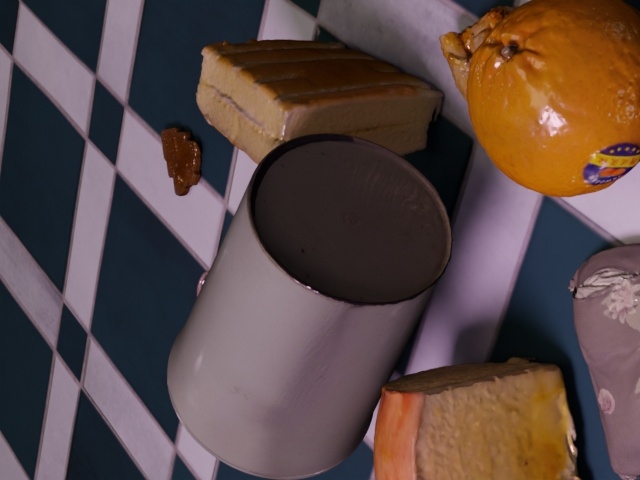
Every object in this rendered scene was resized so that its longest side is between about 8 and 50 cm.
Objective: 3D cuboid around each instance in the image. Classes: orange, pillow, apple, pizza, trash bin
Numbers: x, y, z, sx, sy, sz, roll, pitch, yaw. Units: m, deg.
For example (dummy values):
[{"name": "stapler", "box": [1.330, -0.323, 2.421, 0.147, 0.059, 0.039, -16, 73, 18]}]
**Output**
[{"name": "orange", "box": [0.258, -0.154, 1.397, 0.219, 0.193, 0.219, -175, 90, -69]}, {"name": "pillow", "box": [0.340, 0.132, 1.437, 0.169, 0.059, 0.255, -24, 75, 51]}, {"name": "apple", "box": [0.196, 0.301, 1.559, 0.252, 0.314, 0.309, -7, 90, 14]}, {"name": "pizza", "box": [0.218, -0.207, 1.549, 0.161, 0.062, 0.182, -44, 59, 43]}, {"name": "trash bin", "box": [-0.023, 0.099, 1.635, 0.280, 0.280, 0.432, 62, 149, 28]}]

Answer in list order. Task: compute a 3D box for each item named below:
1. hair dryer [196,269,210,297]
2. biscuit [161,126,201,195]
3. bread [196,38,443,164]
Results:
[{"name": "hair dryer", "box": [-0.077, -0.001, 1.923, 0.054, 0.195, 0.220, -14, 70, 56]}, {"name": "biscuit", "box": [-0.235, -0.144, 2.243, 0.130, 0.019, 0.119, 57, 138, 32]}, {"name": "bread", "box": [-0.006, -0.182, 1.721, 0.239, 0.246, 0.111, 41, 131, 47]}]
